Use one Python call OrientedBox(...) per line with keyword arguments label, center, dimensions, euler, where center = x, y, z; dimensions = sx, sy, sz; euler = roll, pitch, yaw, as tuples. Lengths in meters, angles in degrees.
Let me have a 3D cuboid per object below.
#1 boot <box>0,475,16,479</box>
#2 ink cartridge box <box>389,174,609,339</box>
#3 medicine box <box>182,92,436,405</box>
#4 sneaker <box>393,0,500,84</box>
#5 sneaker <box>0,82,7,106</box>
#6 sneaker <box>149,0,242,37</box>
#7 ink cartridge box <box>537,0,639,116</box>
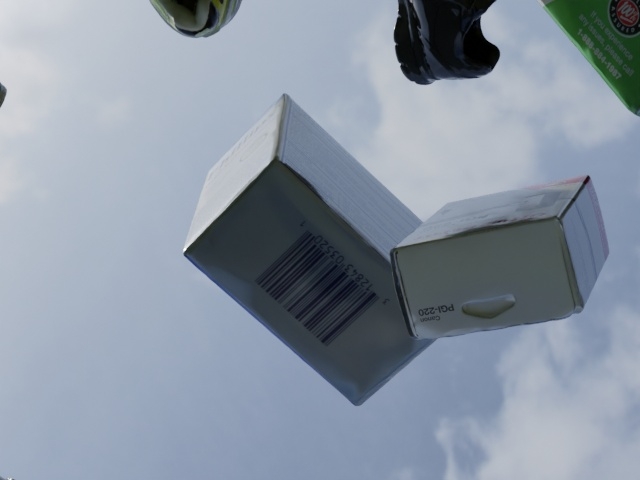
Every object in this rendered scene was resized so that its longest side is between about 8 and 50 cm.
OrientedBox(label="boot", center=(-0.395, 0.255, 1.284), dimensions=(0.138, 0.284, 0.377), euler=(-25, -136, 26))
OrientedBox(label="ink cartridge box", center=(0.173, 0.012, 1.073), dimensions=(0.158, 0.092, 0.218), euler=(-12, -170, 22))
OrientedBox(label="medicine box", center=(0.000, 0.000, 1.318), dimensions=(0.149, 0.263, 0.289), euler=(-44, -165, 15))
OrientedBox(label="sneaker", center=(0.137, -0.310, 1.338), dimensions=(0.130, 0.286, 0.109), euler=(10, -130, 38))
OrientedBox(label="sneaker", center=(-0.543, -0.135, 1.439), dimensions=(0.302, 0.121, 0.108), euler=(-36, -147, -7))
OrientedBox(label="sneaker", center=(-0.180, -0.407, 1.278), dimensions=(0.145, 0.384, 0.147), euler=(-22, -156, 7))
OrientedBox(label="ink cartridge box", center=(0.255, -0.247, 0.703), dimensions=(0.121, 0.289, 0.211), euler=(0, -133, -36))
